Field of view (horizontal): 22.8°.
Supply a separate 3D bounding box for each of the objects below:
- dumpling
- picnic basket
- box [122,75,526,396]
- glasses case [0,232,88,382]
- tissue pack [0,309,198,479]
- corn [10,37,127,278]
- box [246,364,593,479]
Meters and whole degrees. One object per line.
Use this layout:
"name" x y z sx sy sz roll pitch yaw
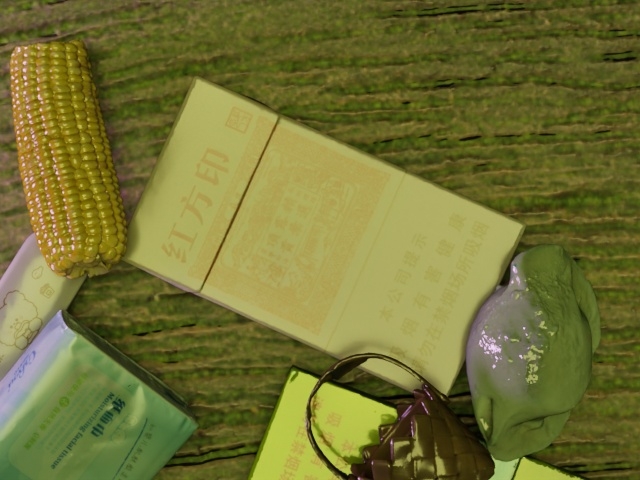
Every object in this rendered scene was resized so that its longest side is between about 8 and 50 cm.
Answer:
"dumpling" 0.221 0.113 1.544 0.153 0.108 0.219 8 100 -16
"picnic basket" 0.069 0.187 1.504 0.178 0.138 0.128 44 87 0
"box" 0.000 0.000 1.596 0.365 0.051 0.204 24 91 2
"glasses case" -0.303 0.078 1.604 0.074 0.049 0.193 32 89 -1
"tissue pack" -0.268 0.225 1.568 0.177 0.089 0.263 39 92 -17
"corn" -0.253 -0.083 1.567 0.093 0.093 0.244 -14 75 1
"box" 0.094 0.271 1.596 0.335 0.047 0.187 21 89 1
